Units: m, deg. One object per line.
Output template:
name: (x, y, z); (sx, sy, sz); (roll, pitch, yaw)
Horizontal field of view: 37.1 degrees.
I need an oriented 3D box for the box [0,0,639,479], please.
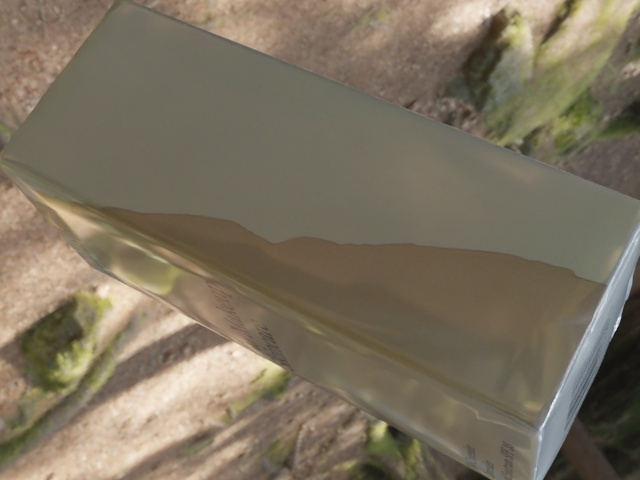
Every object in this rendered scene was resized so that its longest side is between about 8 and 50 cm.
box: (0.000, 0.000, 0.517); (0.121, 0.311, 0.148); (-58, 156, -18)
